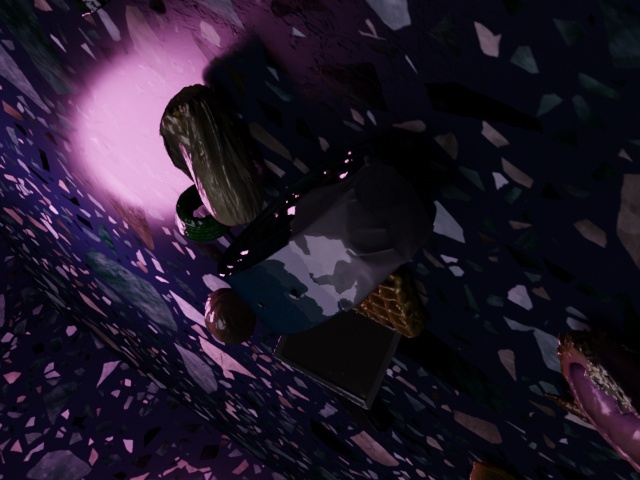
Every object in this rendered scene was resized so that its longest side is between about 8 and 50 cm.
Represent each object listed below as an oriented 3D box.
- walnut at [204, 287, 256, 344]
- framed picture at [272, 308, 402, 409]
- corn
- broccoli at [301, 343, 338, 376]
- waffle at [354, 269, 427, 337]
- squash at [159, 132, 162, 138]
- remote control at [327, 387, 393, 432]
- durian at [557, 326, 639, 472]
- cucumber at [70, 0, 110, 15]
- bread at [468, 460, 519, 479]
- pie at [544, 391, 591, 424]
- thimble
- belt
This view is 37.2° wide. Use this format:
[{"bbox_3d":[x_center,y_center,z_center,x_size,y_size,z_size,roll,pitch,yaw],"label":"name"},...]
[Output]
[{"bbox_3d":[-0.232,0.196,2.450,0.140,0.140,0.162,23,161,36],"label":"walnut"},{"bbox_3d":[0.036,0.217,2.025,0.252,0.197,0.014,26,-169,22],"label":"framed picture"},{"bbox_3d":[-0.199,-0.157,1.786,0.123,0.122,0.305,18,146,41],"label":"corn"},{"bbox_3d":[0.021,0.239,2.103,0.167,0.160,0.154,64,173,-24],"label":"broccoli"},{"bbox_3d":[0.112,0.087,1.824,0.160,0.055,0.211,24,151,36],"label":"waffle"},{"bbox_3d":[-0.312,-0.225,1.964,0.027,0.027,0.083,50,156,-20],"label":"squash"},{"bbox_3d":[0.037,0.341,2.381,0.144,0.062,0.399,2,136,55],"label":"remote control"},{"bbox_3d":[0.499,0.262,1.481,0.341,0.112,0.191,45,167,12],"label":"durian"},{"bbox_3d":[-0.432,-0.463,1.687,0.116,0.062,0.115,16,150,48],"label":"cucumber"},{"bbox_3d":[0.404,0.570,2.196,0.125,0.086,0.156,22,155,18],"label":"bread"},{"bbox_3d":[0.487,0.315,1.678,0.191,0.033,0.088,29,169,24],"label":"pie"},{"bbox_3d":[-0.242,-0.065,2.015,0.118,0.130,0.090,16,152,9],"label":"thimble"},{"bbox_3d":[0.000,0.001,1.530,0.173,0.300,0.436,45,157,-9],"label":"belt"}]
